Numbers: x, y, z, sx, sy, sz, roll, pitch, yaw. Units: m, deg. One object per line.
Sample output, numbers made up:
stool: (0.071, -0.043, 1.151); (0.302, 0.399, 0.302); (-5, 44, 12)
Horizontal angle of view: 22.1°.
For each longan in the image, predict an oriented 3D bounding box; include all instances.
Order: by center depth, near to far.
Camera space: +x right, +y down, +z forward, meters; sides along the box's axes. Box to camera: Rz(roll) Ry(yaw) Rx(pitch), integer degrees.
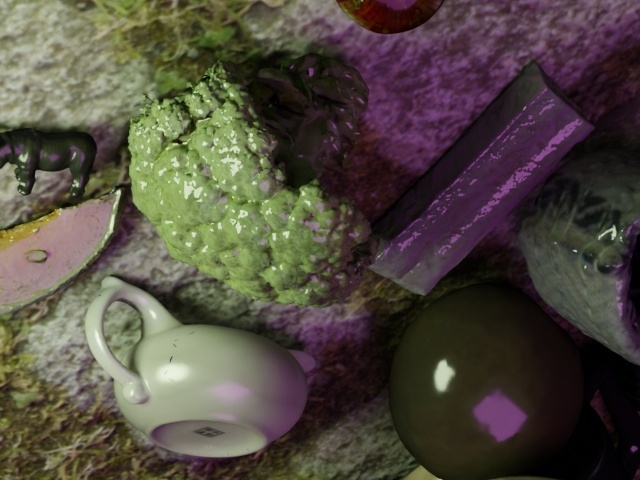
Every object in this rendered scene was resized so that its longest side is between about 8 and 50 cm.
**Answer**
longan: (0.193, 0.162, 1.892); (0.248, 0.248, 0.248); (-12, 134, -12)

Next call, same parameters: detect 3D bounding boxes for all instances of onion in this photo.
onion: (0.066, -0.246, 1.526); (0.117, 0.119, 0.119); (-3, 136, 11)

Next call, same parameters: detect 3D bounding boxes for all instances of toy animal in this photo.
toy animal: (-0.282, -0.080, 1.585); (0.135, 0.047, 0.065); (1, 125, -22)

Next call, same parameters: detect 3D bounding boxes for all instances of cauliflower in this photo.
cauliflower: (-0.048, -0.074, 1.600); (0.272, 0.250, 0.275); (30, 161, 1)

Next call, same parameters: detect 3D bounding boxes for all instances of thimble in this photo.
thimble: (0.346, 0.015, 1.812); (0.245, 0.157, 0.217); (24, 93, -44)

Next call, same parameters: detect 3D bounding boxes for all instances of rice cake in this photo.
rice cake: (0.168, -0.057, 1.787); (0.106, 0.050, 0.298); (27, 116, -39)

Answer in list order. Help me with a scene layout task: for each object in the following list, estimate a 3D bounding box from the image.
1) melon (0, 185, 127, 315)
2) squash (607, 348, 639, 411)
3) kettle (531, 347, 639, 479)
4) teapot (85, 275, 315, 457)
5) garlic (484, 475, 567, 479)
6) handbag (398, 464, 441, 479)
melon: (-0.275, 0.010, 1.680); (0.182, 0.054, 0.098); (-19, 120, -6)
squash: (0.476, 0.118, 1.997); (0.252, 0.165, 0.252); (-12, 137, -12)
kettle: (0.336, 0.330, 2.085); (0.262, 0.203, 0.308); (-32, 132, -5)
teapot: (-0.131, 0.143, 1.791); (0.208, 0.166, 0.299); (-8, 145, 47)
garlic: (0.224, 0.396, 1.847); (0.313, 0.249, 0.286); (-32, 120, 0)
handbag: (0.134, 0.346, 2.116); (0.173, 0.095, 0.117); (-38, 146, 10)
